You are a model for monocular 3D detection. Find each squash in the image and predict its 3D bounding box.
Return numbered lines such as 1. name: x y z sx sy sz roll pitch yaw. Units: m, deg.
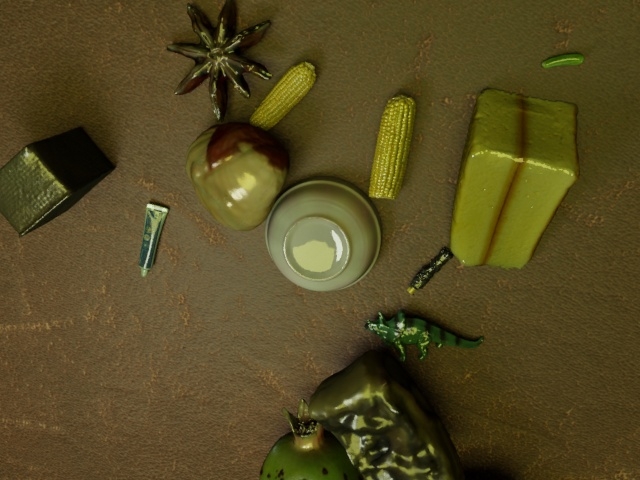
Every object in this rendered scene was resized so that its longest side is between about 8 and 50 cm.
1. squash: 0.529 -0.393 1.607 0.089 0.027 0.027 -4 107 13

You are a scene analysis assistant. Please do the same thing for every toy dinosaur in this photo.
1. toy dinosaur: 0.251 0.249 1.826 0.292 0.079 0.120 21 111 -2

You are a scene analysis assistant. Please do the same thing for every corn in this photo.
1. corn: -0.086 -0.331 1.698 0.067 0.067 0.206 44 111 -7
2. corn: 0.166 -0.211 1.689 0.081 0.081 0.248 12 109 5

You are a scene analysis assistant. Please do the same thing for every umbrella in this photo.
1. umbrella: 0.263 0.076 1.788 0.040 0.037 0.144 39 106 -11

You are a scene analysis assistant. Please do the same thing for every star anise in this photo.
1. star anise: -0.225 -0.415 1.678 0.288 0.088 0.288 2 97 19

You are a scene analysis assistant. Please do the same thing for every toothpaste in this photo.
1. toothpaste: -0.432 0.002 1.871 0.057 0.035 0.197 14 107 -5

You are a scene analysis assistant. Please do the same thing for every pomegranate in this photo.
1. pomegranate: -0.017 0.586 1.852 0.290 0.291 0.323 1 129 8

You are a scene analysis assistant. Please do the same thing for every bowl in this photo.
1. bowl: 0.000 0.000 1.749 0.287 0.144 0.287 3 108 9

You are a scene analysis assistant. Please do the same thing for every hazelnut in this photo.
1. hazelnut: -0.176 -0.149 1.700 0.261 0.241 0.261 17 119 34

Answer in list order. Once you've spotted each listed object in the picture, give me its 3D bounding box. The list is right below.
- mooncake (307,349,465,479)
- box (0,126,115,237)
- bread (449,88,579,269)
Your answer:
1. mooncake: 0.156 0.466 1.740 0.246 0.393 0.394 -31 138 15
2. box: -0.634 -0.142 1.729 0.184 0.273 0.143 -37 99 17
3. bread: 0.422 -0.123 1.695 0.233 0.245 0.362 12 139 3
